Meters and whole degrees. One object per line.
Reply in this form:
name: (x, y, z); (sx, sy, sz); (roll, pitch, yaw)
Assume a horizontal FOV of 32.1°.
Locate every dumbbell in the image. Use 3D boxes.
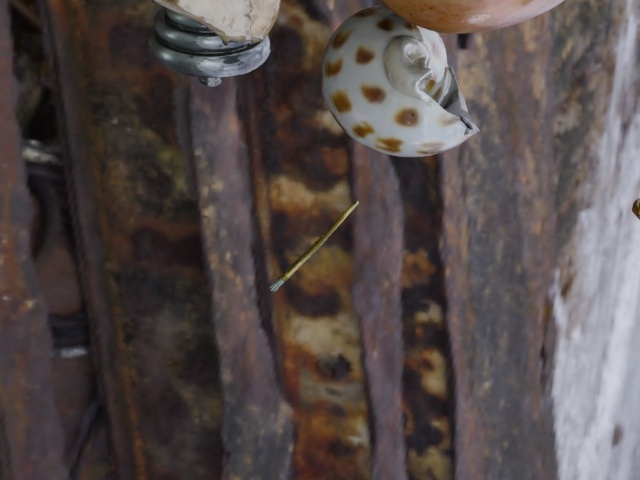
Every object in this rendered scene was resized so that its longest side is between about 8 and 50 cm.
dumbbell: (-0.150, -0.399, 1.510); (0.179, 0.179, 0.406); (-55, 154, -53)

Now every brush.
brush: (0.000, 0.000, 1.336); (0.083, 0.011, 0.205); (-44, 179, -33)

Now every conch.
conch: (0.081, -0.185, 1.308); (0.182, 0.149, 0.275); (58, 17, -15)

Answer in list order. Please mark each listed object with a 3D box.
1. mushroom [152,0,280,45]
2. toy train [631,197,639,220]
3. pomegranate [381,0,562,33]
mushroom: (-0.118, -0.268, 0.951); (0.286, 0.156, 0.151); (10, 109, -61)
toy train: (0.454, 0.019, 1.320); (0.227, 0.091, 0.136); (58, -15, 34)
pomegranate: (0.177, -0.382, 1.155); (0.338, 0.338, 0.338); (8, 90, -71)
